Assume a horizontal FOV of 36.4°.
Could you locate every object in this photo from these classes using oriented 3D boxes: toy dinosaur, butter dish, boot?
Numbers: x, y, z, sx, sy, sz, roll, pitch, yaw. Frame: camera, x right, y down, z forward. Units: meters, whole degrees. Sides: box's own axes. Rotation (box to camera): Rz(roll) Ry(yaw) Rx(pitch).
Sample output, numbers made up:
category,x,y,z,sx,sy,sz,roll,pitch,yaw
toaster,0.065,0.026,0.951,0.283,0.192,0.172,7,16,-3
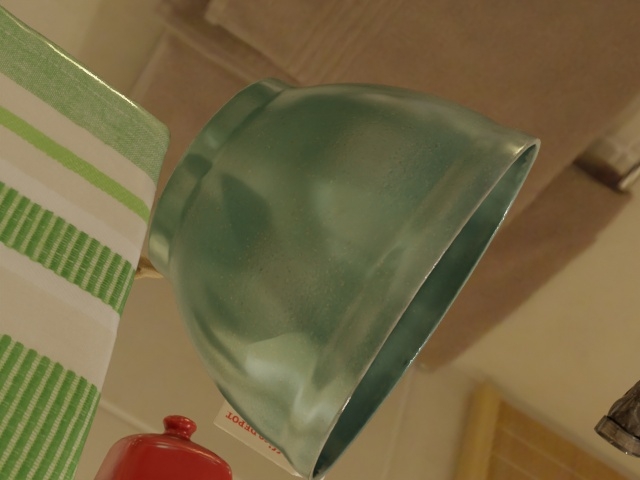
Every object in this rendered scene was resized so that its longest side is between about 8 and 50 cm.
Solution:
category,x,y,z,sx,sy,sz,roll,pitch,yaw
toy dinosaur,-0.209,0.027,1.084,0.183,0.092,0.053,3,-111,44
butter dish,-0.153,0.230,0.957,0.160,0.160,0.118,-35,-144,59
boot,0.522,0.211,1.446,0.229,0.091,0.263,-59,150,9

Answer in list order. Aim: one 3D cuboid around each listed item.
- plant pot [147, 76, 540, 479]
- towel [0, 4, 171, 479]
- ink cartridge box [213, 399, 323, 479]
category,x,y,z,sx,sy,sz,roll,pitch,yaw
plant pot,0.000,0.000,0.720,0.293,0.196,0.293,-52,167,-17
towel,-0.205,-0.005,0.483,0.038,0.248,0.325,-30,-142,35
ink cartridge box,-0.029,0.226,1.509,0.237,0.172,0.100,-62,150,-4
